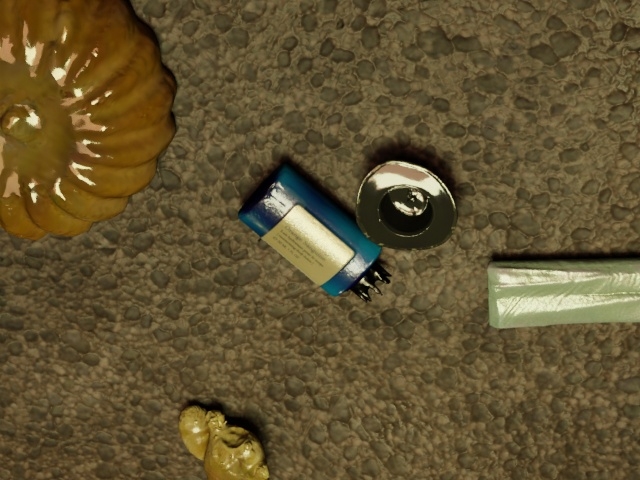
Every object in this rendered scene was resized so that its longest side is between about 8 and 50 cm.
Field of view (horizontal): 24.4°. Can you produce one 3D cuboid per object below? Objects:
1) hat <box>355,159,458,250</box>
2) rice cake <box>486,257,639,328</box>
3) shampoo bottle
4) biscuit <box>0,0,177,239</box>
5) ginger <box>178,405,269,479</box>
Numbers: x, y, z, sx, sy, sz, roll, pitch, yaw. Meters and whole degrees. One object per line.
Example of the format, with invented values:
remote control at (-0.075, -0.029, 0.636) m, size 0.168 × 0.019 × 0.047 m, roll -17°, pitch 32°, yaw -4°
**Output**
hat at (0.094, -0.043, 1.639) m, size 0.121 × 0.050 × 0.121 m, roll 1°, pitch 120°, yaw 2°
rice cake at (0.300, 0.056, 1.670) m, size 0.221 × 0.042 × 0.080 m, roll -2°, pitch 111°, yaw 9°
shampoo bottle at (0.000, 0.000, 1.671) m, size 0.183 × 0.050 × 0.087 m, roll 40°, pitch 111°, yaw -13°
biscuit at (-0.320, -0.144, 1.613) m, size 0.325 × 0.107 × 0.326 m, roll 1°, pitch 114°, yaw 3°
ginger at (-0.099, 0.291, 1.808) m, size 0.115 × 0.081 × 0.205 m, roll -12°, pitch 113°, yaw 19°
